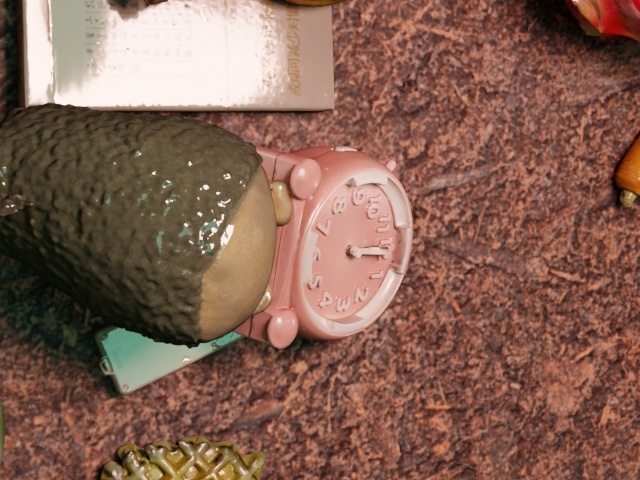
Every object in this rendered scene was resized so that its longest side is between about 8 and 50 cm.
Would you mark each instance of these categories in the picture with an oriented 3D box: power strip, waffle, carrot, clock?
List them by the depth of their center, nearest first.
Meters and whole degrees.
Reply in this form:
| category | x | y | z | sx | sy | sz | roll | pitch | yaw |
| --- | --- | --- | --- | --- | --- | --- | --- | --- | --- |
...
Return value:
| category | x | y | z | sx | sy | sz | roll | pitch | yaw |
| --- | --- | --- | --- | --- | --- | --- | --- | --- | --- |
| power strip | -0.170 | 0.107 | 1.675 | 0.192 | 0.035 | 0.081 | -25 | 101 | -19 |
| clock | 0.000 | 0.000 | 1.676 | 0.241 | 0.142 | 0.227 | -3 | 105 | -45 |
| waffle | -0.164 | 0.329 | 1.677 | 0.214 | 0.054 | 0.208 | 10 | 85 | -19 |
| carrot | 0.460 | -0.153 | 1.902 | 0.061 | 0.061 | 0.257 | 38 | 77 | -19 |

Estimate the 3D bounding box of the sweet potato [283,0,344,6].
| category | x | y | z | sx | sy | sz | roll | pitch | yaw |
| --- | --- | --- | --- | --- | --- | --- | --- | --- | --- |
| sweet potato | -0.025 | -0.294 | 1.649 | 0.182 | 0.053 | 0.054 | -2 | 97 | -23 |

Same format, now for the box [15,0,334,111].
| category | x | y | z | sx | sy | sz | roll | pitch | yaw |
| --- | --- | --- | --- | --- | --- | --- | --- | --- | --- |
| box | -0.162 | -0.247 | 1.651 | 0.365 | 0.051 | 0.205 | -2 | 92 | -22 |

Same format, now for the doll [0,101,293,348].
| category | x | y | z | sx | sy | sz | roll | pitch | yaw |
| --- | --- | --- | --- | --- | --- | --- | --- | --- | --- |
| doll | -0.209 | -0.032 | 1.526 | 0.349 | 0.247 | 0.247 | 16 | 86 | 8 |

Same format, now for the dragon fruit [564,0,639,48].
| category | x | y | z | sx | sy | sz | roll | pitch | yaw |
| --- | --- | --- | --- | --- | --- | --- | --- | --- | --- |
| dragon fruit | 0.391 | -0.409 | 1.767 | 0.371 | 0.249 | 0.386 | -1 | 97 | -37 |

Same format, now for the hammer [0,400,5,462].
| category | x | y | z | sx | sy | sz | roll | pitch | yaw |
| --- | --- | --- | --- | --- | --- | --- | --- | --- | --- |
| hammer | -0.430 | 0.100 | 1.539 | 0.206 | 0.119 | 0.336 | 7 | 83 | -22 |

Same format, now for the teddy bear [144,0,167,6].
| category | x | y | z | sx | sy | sz | roll | pitch | yaw |
| --- | --- | --- | --- | --- | --- | --- | --- | --- | --- |
| teddy bear | -0.213 | -0.408 | 1.504 | 0.246 | 0.222 | 0.296 | -38 | 136 | -5 |
